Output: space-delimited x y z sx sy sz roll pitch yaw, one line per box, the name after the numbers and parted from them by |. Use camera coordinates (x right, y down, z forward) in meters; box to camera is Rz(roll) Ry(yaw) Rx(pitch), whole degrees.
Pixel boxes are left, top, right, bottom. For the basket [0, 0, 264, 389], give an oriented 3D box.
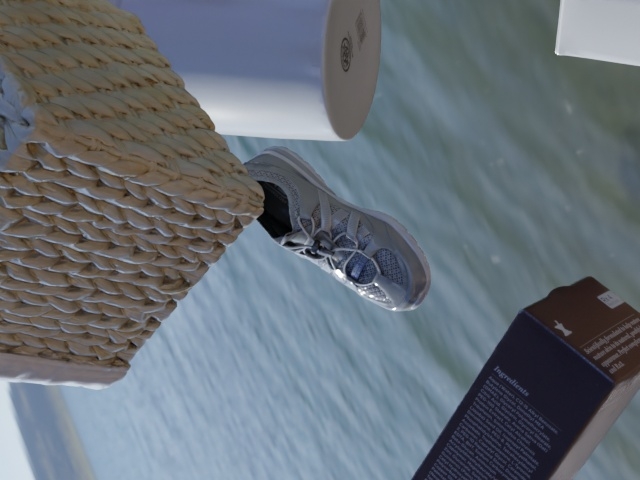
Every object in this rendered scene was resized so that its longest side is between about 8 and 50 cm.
-0.288 -0.076 1.002 0.331 0.266 0.328 18 -149 -56 | basket

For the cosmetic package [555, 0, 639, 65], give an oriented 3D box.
0.592 -0.393 1.838 0.155 0.365 0.197 83 -157 -50 | cosmetic package

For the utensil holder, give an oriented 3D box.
-0.125 -0.328 1.842 0.327 0.385 0.328 8 -90 -71 | utensil holder

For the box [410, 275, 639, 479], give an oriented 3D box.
0.239 0.241 1.324 0.143 0.191 0.381 39 121 24 | box

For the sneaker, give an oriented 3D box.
0.000 0.000 1.303 0.281 0.115 0.105 35 122 20 | sneaker
